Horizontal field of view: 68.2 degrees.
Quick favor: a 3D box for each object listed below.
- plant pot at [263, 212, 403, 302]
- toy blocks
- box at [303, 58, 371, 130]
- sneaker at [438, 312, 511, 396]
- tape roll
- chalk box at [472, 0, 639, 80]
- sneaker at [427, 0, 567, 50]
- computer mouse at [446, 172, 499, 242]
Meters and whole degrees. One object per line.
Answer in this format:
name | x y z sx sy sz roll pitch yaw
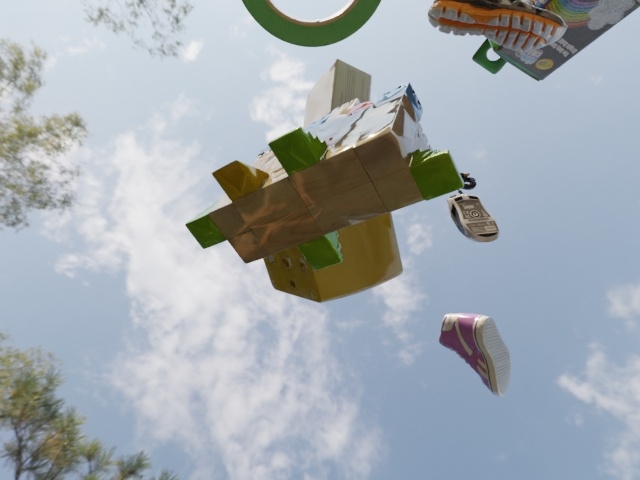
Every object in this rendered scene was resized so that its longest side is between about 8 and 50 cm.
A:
plant pot | 0.000 0.000 0.896 0.187 0.212 0.212 -32 -63 -35
toy blocks | 0.016 -0.116 0.711 0.382 0.261 0.190 -19 -63 29
box | 0.043 -0.368 1.325 0.119 0.181 0.181 16 -113 -24
sneaker | 0.418 0.304 1.295 0.102 0.161 0.282 -44 -61 -36
tape roll | -0.019 -0.570 0.966 0.321 0.077 0.321 -1 -61 -2
chalk box | 0.449 -0.473 0.980 0.180 0.289 0.179 13 -124 -34
sneaker | 0.286 -0.370 0.757 0.215 0.084 0.083 19 -99 8
computer mouse | 0.276 -0.059 0.912 0.106 0.042 0.193 -4 -131 -11
